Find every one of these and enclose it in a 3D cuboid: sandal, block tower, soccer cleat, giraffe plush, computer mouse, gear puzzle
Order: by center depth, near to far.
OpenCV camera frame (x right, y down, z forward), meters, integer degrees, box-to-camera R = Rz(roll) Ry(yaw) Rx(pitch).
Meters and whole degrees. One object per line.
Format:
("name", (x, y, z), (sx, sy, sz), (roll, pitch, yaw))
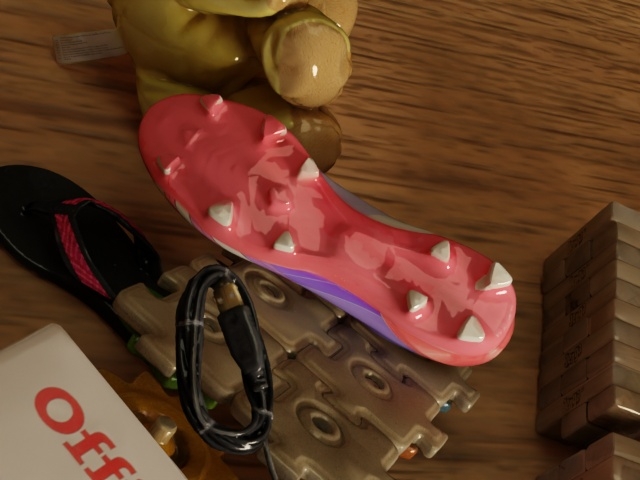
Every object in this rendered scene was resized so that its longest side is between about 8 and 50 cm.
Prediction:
("computer mouse", (-0.002, 0.121, 0.530), (0.071, 0.041, 0.242), (-21, 85, -46))
("gear puzzle", (-0.025, 0.081, 0.657), (0.175, 0.044, 0.339), (40, 22, 10))
("soccer cleat", (0.000, 0.000, 0.718), (0.248, 0.095, 0.083), (29, 70, 6))
("sandal", (-0.125, 0.012, 0.727), (0.179, 0.040, 0.067), (41, 49, 1))
("block tower", (0.201, 0.139, 0.796), (0.097, 0.091, 0.335), (22, 52, -16))
("giraffe plush", (-0.045, -0.142, 0.822), (0.210, 0.181, 0.170), (18, 30, 27))

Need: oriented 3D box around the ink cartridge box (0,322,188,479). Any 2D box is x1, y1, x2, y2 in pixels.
("ink cartridge box", (-0.130, 0.171, 0.345), (0.198, 0.115, 0.273), (49, 38, 7))
